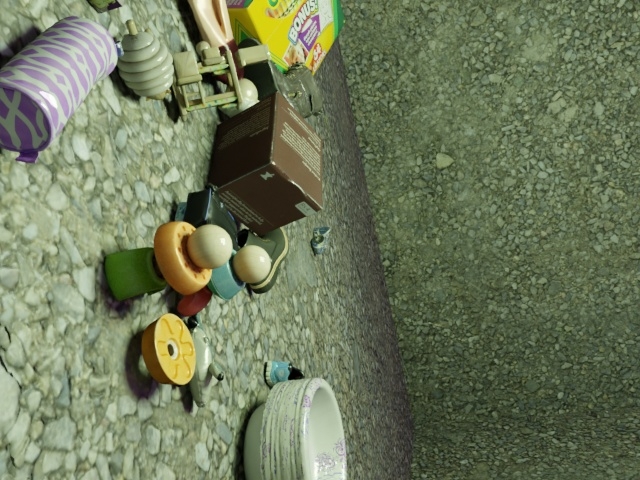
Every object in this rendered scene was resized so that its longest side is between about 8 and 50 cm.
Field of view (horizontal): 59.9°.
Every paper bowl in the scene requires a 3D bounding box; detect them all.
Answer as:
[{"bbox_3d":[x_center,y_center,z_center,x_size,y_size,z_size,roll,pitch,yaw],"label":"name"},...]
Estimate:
[{"bbox_3d":[-0.052,0.419,1.091,0.284,0.148,0.284,-9,90,-76],"label":"paper bowl"}]

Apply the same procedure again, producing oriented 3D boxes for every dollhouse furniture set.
[{"bbox_3d":[-0.156,-0.274,0.951,0.161,0.182,0.101,-150,-135,-69],"label":"dollhouse furniture set"}]

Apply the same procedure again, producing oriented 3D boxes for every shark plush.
[{"bbox_3d":[-0.205,0.184,0.896,0.067,0.073,0.161,95,-26,-58],"label":"shark plush"}]

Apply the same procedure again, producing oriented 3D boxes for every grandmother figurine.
[{"bbox_3d":[-0.204,-0.401,1.139,0.207,0.104,0.342,-64,141,-53],"label":"grandmother figurine"}]

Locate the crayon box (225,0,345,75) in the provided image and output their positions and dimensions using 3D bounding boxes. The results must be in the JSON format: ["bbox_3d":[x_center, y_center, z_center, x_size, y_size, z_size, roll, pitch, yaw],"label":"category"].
[{"bbox_3d":[-0.082,-0.587,1.447,0.362,0.106,0.313,-63,152,-24],"label":"crayon box"}]

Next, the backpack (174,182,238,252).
[{"bbox_3d":[-0.193,-0.020,0.947,0.114,0.084,0.105,57,26,-51],"label":"backpack"}]

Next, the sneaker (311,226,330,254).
[{"bbox_3d":[0.000,0.000,1.812,0.135,0.052,0.058,-62,151,-56],"label":"sneaker"}]

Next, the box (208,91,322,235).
[{"bbox_3d":[-0.107,-0.154,1.136,0.168,0.167,0.203,42,38,-42],"label":"box"}]

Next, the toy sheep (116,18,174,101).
[{"bbox_3d":[-0.264,-0.268,0.833,0.132,0.091,0.091,72,16,-47],"label":"toy sheep"}]

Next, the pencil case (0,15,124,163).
[{"bbox_3d":[-0.303,-0.181,0.631,0.206,0.086,0.088,-80,180,-50],"label":"pencil case"}]

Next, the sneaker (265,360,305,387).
[{"bbox_3d":[-0.067,0.323,1.250,0.162,0.073,0.063,65,20,-48],"label":"sneaker"}]

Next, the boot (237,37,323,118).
[{"bbox_3d":[-0.089,-0.385,1.343,0.262,0.091,0.229,64,32,-26],"label":"boot"}]

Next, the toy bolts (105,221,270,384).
[{"bbox_3d":[-0.160,0.076,0.811,0.228,0.159,0.218,-15,87,-77],"label":"toy bolts"}]

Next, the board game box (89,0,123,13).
[{"bbox_3d":[-0.342,-0.526,0.774,0.208,0.056,0.346,41,41,-63],"label":"board game box"}]

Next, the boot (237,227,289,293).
[{"bbox_3d":[-0.132,0.000,1.218,0.197,0.077,0.137,-85,155,-49],"label":"boot"}]
